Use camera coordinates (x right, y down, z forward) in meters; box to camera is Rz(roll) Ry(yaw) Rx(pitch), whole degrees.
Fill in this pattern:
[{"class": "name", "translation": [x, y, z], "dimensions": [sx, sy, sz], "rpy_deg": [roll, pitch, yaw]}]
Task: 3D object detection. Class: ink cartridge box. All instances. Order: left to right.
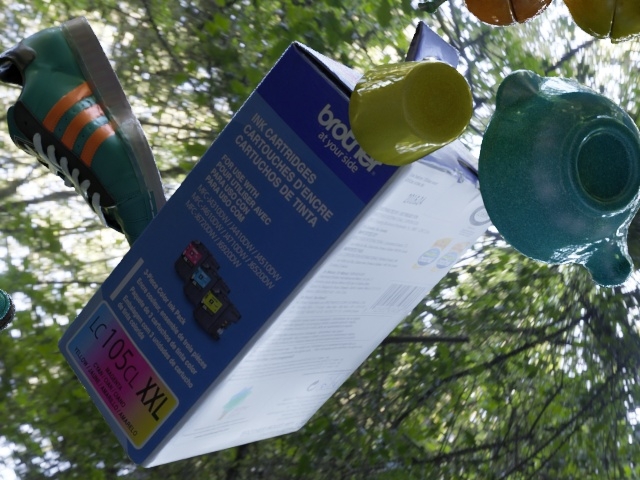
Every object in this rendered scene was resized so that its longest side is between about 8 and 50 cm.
[{"class": "ink cartridge box", "translation": [0.000, 0.000, 0.803], "dimensions": [0.395, 0.270, 0.151], "rpy_deg": [-47, -112, 16]}]

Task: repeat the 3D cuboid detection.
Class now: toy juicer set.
[{"class": "toy juicer set", "translation": [0.192, -0.081, 0.654], "dimensions": [0.329, 0.089, 0.209], "rpy_deg": [32, -102, -19]}]

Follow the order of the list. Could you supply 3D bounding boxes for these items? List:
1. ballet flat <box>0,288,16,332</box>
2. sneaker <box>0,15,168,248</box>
[{"class": "ballet flat", "translation": [-0.355, 0.097, 0.745], "dimensions": [0.072, 0.213, 0.068], "rpy_deg": [50, -35, 27]}, {"class": "sneaker", "translation": [-0.239, -0.091, 0.918], "dimensions": [0.121, 0.108, 0.302], "rpy_deg": [-24, -117, -12]}]
